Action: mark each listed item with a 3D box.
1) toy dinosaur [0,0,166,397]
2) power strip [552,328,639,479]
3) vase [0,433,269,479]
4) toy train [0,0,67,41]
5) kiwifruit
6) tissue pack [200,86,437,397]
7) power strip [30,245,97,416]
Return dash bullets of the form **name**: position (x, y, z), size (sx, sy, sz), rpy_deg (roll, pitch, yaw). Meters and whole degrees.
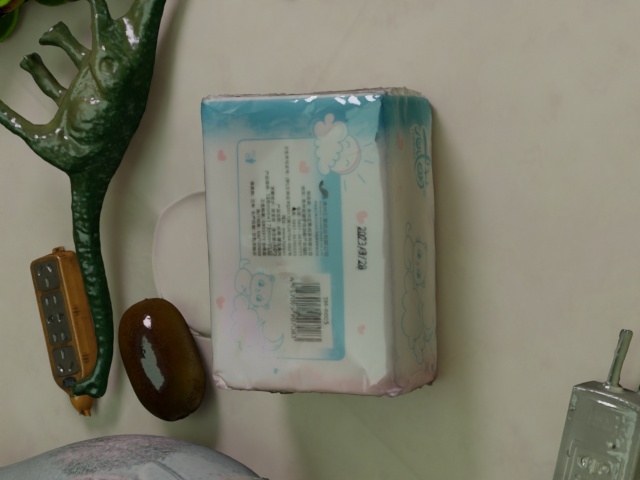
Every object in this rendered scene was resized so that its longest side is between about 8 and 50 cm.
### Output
- **toy dinosaur**: position (-0.184, -0.087, 1.854), size (0.447, 0.087, 0.301), rpy_deg (-44, 85, 17)
- **power strip**: position (0.245, 0.158, 1.600), size (0.075, 0.042, 0.175), rpy_deg (17, 103, 33)
- **vase**: position (-0.244, 0.292, 1.831), size (0.445, 0.250, 0.250), rpy_deg (3, 95, 40)
- **toy train**: position (-0.307, -0.301, 1.901), size (0.296, 0.100, 0.160), rpy_deg (-22, 80, 33)
- **kiwifruit**: position (-0.155, 0.115, 1.852), size (0.075, 0.075, 0.124), rpy_deg (-25, 76, 33)
- **tissue pack**: position (0.002, 0.000, 1.700), size (0.201, 0.124, 0.271), rpy_deg (0, 93, 31)
- **power strip**: position (-0.258, 0.094, 1.945), size (0.049, 0.028, 0.178), rpy_deg (-15, 86, 33)
